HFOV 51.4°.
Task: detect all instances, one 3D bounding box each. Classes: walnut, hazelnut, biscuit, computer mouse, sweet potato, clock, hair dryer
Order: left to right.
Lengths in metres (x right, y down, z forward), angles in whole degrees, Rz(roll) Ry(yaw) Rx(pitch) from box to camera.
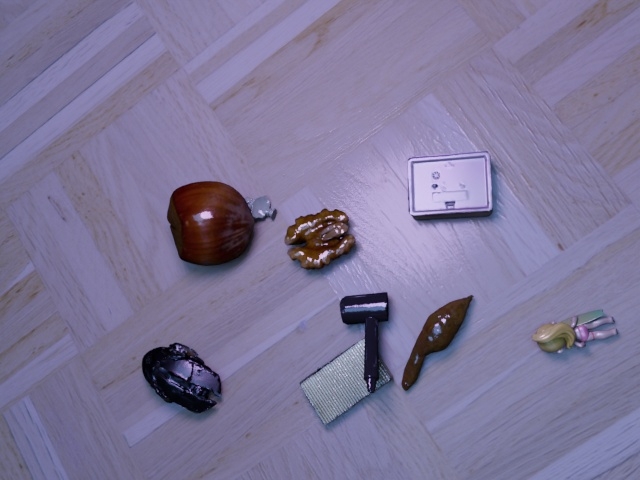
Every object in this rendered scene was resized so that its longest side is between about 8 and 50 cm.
[{"bbox_3d":[-0.355,0.343,1.658,0.242,0.077,0.146,23,89,17],"label":"computer mouse"},{"bbox_3d":[-0.273,-0.044,1.655,0.181,0.181,0.212,15,114,57],"label":"hazelnut"},{"bbox_3d":[0.000,0.000,1.622,0.170,0.069,0.142,-17,76,11],"label":"walnut"},{"bbox_3d":[0.059,0.330,1.566,0.199,0.040,0.121,-35,78,8],"label":"biscuit"},{"bbox_3d":[0.101,0.234,1.515,0.114,0.070,0.248,-6,55,14],"label":"hair dryer"},{"bbox_3d":[0.255,0.225,1.514,0.075,0.075,0.269,36,95,18],"label":"sweet potato"},{"bbox_3d":[0.304,-0.128,1.558,0.192,0.071,0.146,-3,80,15],"label":"clock"}]

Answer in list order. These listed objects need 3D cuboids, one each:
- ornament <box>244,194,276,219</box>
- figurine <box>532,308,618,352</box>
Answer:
[{"bbox_3d":[-0.157,-0.084,1.693,0.068,0.041,0.092,-36,63,-13],"label":"ornament"},{"bbox_3d":[0.549,0.198,1.441,0.188,0.083,0.083,-9,78,4],"label":"figurine"}]
